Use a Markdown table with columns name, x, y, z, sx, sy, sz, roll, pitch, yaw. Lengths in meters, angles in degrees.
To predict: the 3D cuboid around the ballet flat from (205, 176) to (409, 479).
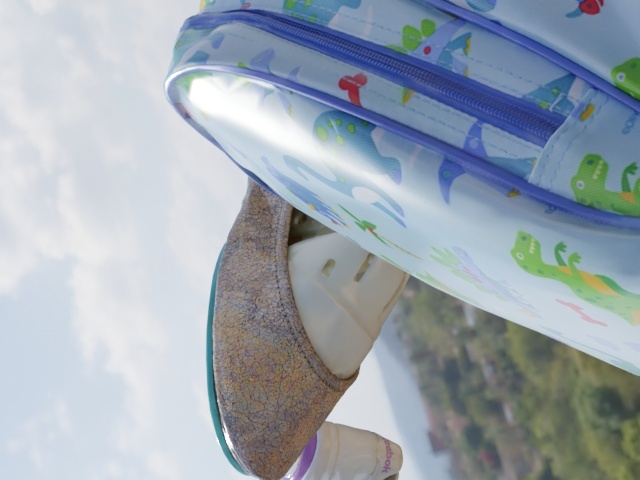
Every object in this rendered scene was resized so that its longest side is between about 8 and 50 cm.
| name | x | y | z | sx | sy | sz | roll | pitch | yaw |
| --- | --- | --- | --- | --- | --- | --- | --- | --- | --- |
| ballet flat | 0.000 | 0.000 | 0.893 | 0.107 | 0.106 | 0.316 | 50 | -149 | -39 |

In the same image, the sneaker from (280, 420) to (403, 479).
| name | x | y | z | sx | sy | sz | roll | pitch | yaw |
| --- | --- | --- | --- | --- | --- | --- | --- | --- | --- |
| sneaker | 0.009 | 0.310 | 1.815 | 0.305 | 0.152 | 0.114 | 126 | 150 | -62 |

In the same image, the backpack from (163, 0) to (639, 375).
| name | x | y | z | sx | sy | sz | roll | pitch | yaw |
| --- | --- | --- | --- | --- | --- | --- | --- | --- | --- |
| backpack | 0.110 | -0.071 | 0.599 | 0.355 | 0.273 | 0.290 | 46 | -172 | 26 |
